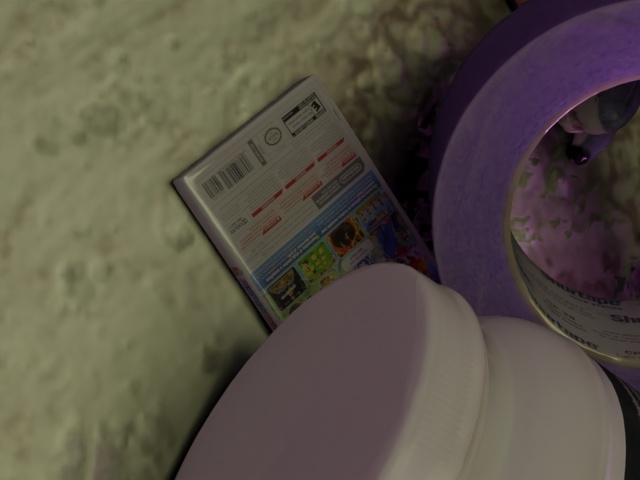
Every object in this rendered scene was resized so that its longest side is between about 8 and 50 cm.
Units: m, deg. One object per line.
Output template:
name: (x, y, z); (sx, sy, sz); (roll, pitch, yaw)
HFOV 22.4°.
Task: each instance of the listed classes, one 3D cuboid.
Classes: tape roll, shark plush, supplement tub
tape roll: (0.141, -0.019, 0.699); (0.189, 0.080, 0.189); (1, 108, 3)
shark plush: (0.165, -0.097, 0.796); (0.161, 0.067, 0.073); (-33, 101, -32)
supplement tub: (0.089, 0.149, 0.630); (0.272, 0.191, 0.191); (35, 65, -20)

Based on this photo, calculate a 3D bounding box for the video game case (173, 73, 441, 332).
video game case: (0.000, 0.000, 0.709); (0.087, 0.011, 0.122); (-41, 105, -31)

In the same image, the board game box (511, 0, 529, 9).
board game box: (0.183, -0.176, 0.777); (0.170, 0.141, 0.048); (-37, 101, -31)
